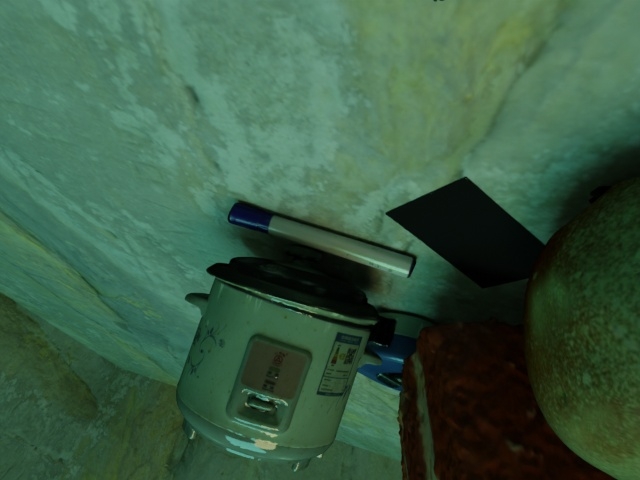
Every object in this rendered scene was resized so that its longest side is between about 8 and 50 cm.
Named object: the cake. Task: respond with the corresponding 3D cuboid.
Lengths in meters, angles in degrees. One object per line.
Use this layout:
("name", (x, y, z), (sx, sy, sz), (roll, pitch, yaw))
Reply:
("cake", (0.246, 0.271, 0.627), (0.269, 0.270, 0.320), (2, 145, -6))

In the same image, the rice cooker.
("rice cooker", (-0.060, 0.151, 0.711), (0.316, 0.317, 0.264), (21, 177, 1))

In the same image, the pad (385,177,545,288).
("pad", (0.186, 0.000, 0.576), (0.190, 0.004, 0.127), (35, 149, -22))

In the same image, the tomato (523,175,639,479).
("tomato", (0.321, 0.089, 0.386), (0.303, 0.239, 0.303), (19, 155, 9))

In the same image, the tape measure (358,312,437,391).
("tape measure", (0.203, 0.247, 0.898), (0.351, 0.098, 0.215), (30, 151, -20))

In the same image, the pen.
("pen", (0.000, -0.001, 0.670), (0.269, 0.033, 0.033), (17, 151, 8))
